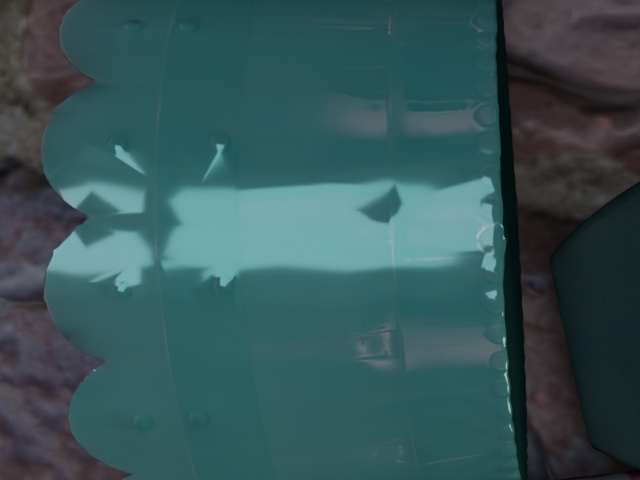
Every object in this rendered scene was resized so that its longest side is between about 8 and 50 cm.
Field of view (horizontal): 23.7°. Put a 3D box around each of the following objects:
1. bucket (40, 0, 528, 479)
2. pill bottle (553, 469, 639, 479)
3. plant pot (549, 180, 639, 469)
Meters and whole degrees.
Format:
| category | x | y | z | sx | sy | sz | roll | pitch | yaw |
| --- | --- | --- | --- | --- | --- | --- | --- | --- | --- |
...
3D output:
| category | x | y | z | sx | sy | sz | roll | pitch | yaw |
| --- | --- | --- | --- | --- | --- | --- | --- | --- | --- |
| bucket | 0.000 | 0.000 | 0.712 | 0.183 | 0.281 | 0.281 | -2 | 86 | 9 |
| pill bottle | 0.052 | 0.207 | 0.750 | 0.283 | 0.160 | 0.160 | -8 | 85 | 3 |
| plant pot | 0.229 | 0.028 | 0.708 | 0.165 | 0.234 | 0.166 | -9 | 85 | -35 |
